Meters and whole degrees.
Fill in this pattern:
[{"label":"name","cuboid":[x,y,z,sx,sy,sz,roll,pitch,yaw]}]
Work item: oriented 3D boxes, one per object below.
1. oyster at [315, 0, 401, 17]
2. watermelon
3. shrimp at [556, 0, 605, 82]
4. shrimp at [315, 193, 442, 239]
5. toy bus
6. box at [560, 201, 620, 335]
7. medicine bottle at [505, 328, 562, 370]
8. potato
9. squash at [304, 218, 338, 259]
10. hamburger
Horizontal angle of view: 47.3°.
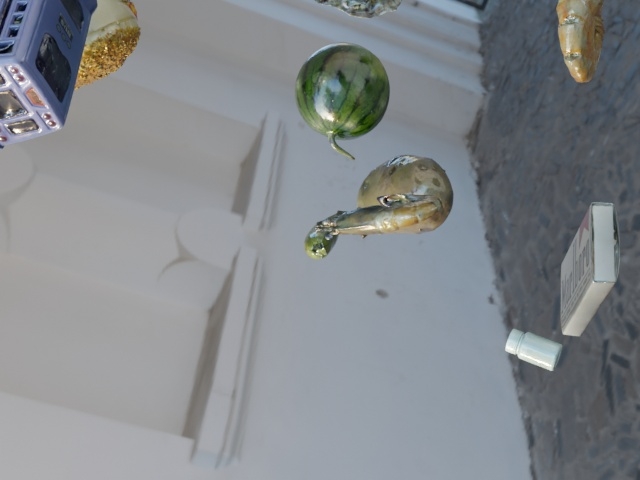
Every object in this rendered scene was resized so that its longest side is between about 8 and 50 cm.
[{"label":"oyster","cuboid":[0.034,-0.436,1.061,0.087,0.199,0.252,82,-162,-74]},{"label":"watermelon","cuboid":[0.038,-0.280,1.429,0.188,0.188,0.215,142,149,-73]},{"label":"shrimp","cuboid":[0.434,-0.396,1.182,0.062,0.154,0.294,7,81,37]},{"label":"shrimp","cuboid":[0.100,-0.046,1.226,0.150,0.217,0.051,-46,-56,-59]},{"label":"toy bus","cuboid":[-0.340,-0.248,0.834,0.125,0.133,0.292,70,-167,-51]},{"label":"box","cuboid":[0.352,0.042,0.964,0.177,0.035,0.115,81,-162,-62]},{"label":"medicine bottle","cuboid":[0.351,0.178,1.203,0.047,0.083,0.047,-42,-37,-43]},{"label":"potato","cuboid":[0.172,-0.091,1.471,0.262,0.165,0.165,-12,61,63]},{"label":"squash","cuboid":[0.000,0.000,1.624,0.252,0.066,0.066,-54,-16,-75]},{"label":"hamburger","cuboid":[-0.478,-0.379,1.397,0.276,0.179,0.294,-16,25,32]}]
